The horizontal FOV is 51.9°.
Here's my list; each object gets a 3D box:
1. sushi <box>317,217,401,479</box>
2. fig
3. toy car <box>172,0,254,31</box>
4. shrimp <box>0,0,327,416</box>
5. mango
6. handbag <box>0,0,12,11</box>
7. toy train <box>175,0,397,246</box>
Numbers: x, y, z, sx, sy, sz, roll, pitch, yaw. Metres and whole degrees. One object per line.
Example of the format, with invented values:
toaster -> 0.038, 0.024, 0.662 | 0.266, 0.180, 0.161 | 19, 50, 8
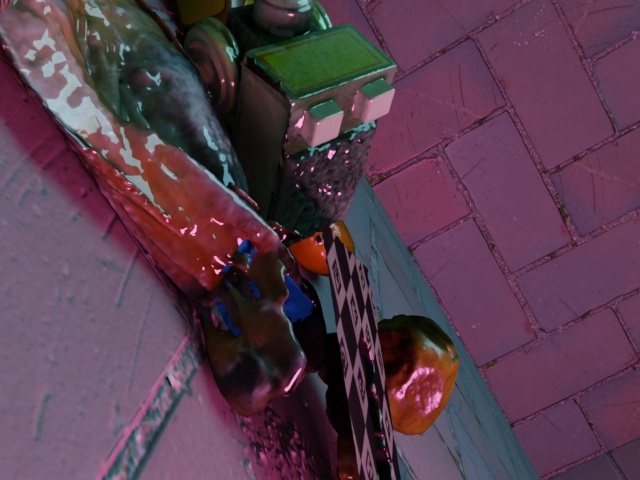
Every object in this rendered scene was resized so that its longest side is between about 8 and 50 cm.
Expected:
sushi -> 0.025, 0.148, 0.609 | 0.264, 0.050, 0.290 | 40, 41, -74
fig -> 0.115, 0.182, 0.897 | 0.154, 0.144, 0.166 | -34, 120, -47
toy car -> -0.145, -0.366, 1.082 | 0.248, 0.204, 0.198 | 44, 43, -54
shrimp -> -0.132, -0.074, 0.520 | 0.446, 0.110, 0.221 | 58, 16, 3
mango -> 0.002, 0.004, 0.978 | 0.115, 0.089, 0.165 | 57, 3, 40
handbag -> -0.196, -0.298, 0.334 | 0.340, 0.247, 0.240 | 38, 46, -41
toy train -> -0.042, -0.121, 0.676 | 0.188, 0.159, 0.272 | 48, -34, 24
